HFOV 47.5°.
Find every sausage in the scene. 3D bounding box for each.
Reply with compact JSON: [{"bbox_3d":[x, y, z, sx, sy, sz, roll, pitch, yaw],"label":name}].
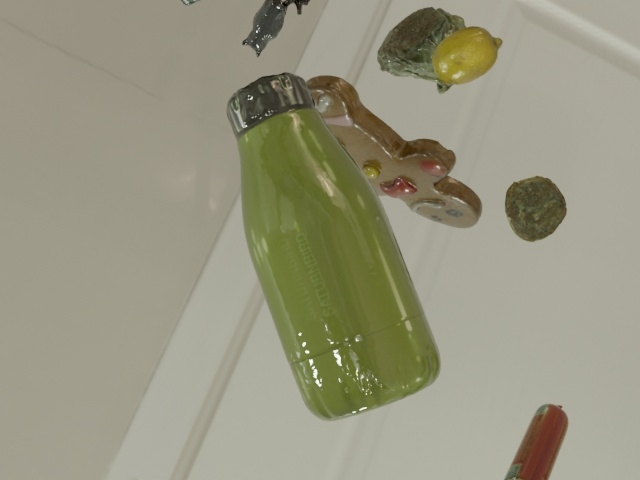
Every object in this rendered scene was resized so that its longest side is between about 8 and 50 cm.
[{"bbox_3d":[0.414,0.387,1.366,0.083,0.264,0.083,16,123,26],"label":"sausage"}]

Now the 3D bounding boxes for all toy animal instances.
[{"bbox_3d":[-0.126,-0.581,1.914,0.121,0.210,0.117,32,-168,-4],"label":"toy animal"}]

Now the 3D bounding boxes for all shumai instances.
[{"bbox_3d":[0.211,-0.362,1.427,0.184,0.184,0.142,-1,137,52],"label":"shumai"}]

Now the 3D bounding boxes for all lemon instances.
[{"bbox_3d":[0.223,-0.282,1.107,0.110,0.082,0.082,-28,146,9],"label":"lemon"}]

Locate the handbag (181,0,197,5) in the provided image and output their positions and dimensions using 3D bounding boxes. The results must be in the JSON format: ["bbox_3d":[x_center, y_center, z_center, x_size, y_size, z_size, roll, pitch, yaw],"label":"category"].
[{"bbox_3d":[-0.142,-0.433,0.853,0.238,0.089,0.326,-20,153,11],"label":"handbag"}]

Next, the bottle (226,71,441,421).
[{"bbox_3d":[0.000,0.000,0.565,0.112,0.260,0.112,-20,173,-2],"label":"bottle"}]

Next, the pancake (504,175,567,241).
[{"bbox_3d":[0.336,-0.050,1.137,0.108,0.108,0.017,26,173,-10],"label":"pancake"}]

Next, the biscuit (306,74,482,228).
[{"bbox_3d":[0.111,-0.128,1.278,0.432,0.064,0.283,34,162,-22],"label":"biscuit"}]
